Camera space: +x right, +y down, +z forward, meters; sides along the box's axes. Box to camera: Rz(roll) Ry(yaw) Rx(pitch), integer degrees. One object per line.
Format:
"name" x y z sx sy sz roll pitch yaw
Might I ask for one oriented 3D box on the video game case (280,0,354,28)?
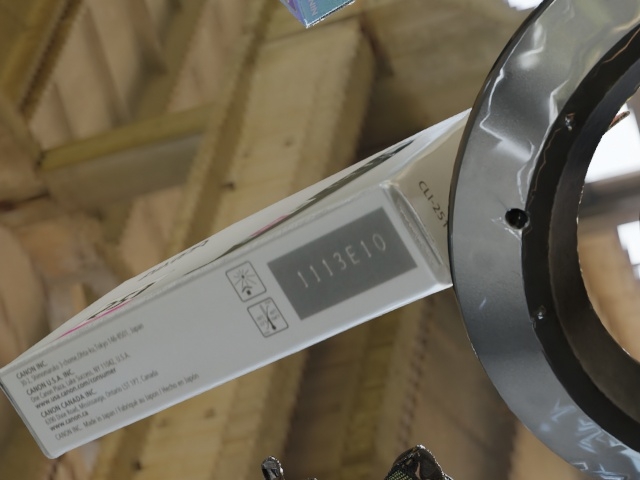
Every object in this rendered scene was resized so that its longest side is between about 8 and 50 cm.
"video game case" -0.074 -0.299 1.068 0.244 0.061 0.269 49 164 41

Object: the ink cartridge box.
"ink cartridge box" 0.000 0.000 0.907 0.060 0.275 0.239 59 -144 -7

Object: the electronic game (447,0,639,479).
"electronic game" 0.158 -0.009 0.624 0.048 0.229 0.229 -109 -3 -71

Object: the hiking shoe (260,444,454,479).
"hiking shoe" 0.072 0.179 1.005 0.086 0.227 0.114 -64 -24 -71
